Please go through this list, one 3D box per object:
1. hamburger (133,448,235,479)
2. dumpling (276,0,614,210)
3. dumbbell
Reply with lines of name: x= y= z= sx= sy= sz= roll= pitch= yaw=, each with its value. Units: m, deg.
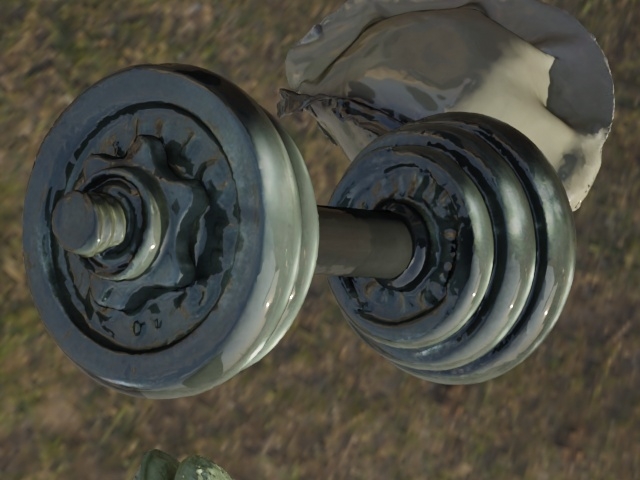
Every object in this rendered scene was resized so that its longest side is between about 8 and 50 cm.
hamburger: x=-0.063 y=0.147 z=0.927 sx=0.054 sy=0.084 sz=0.121 roll=-9 pitch=156 yaw=17
dumpling: x=0.101 y=-0.125 z=1.503 sx=0.293 sy=0.163 sz=0.204 roll=36 pitch=99 yaw=28
dumbbell: x=0.000 y=0.000 z=1.076 sx=0.179 sy=0.406 sz=0.179 roll=-3 pitch=85 yaw=37
